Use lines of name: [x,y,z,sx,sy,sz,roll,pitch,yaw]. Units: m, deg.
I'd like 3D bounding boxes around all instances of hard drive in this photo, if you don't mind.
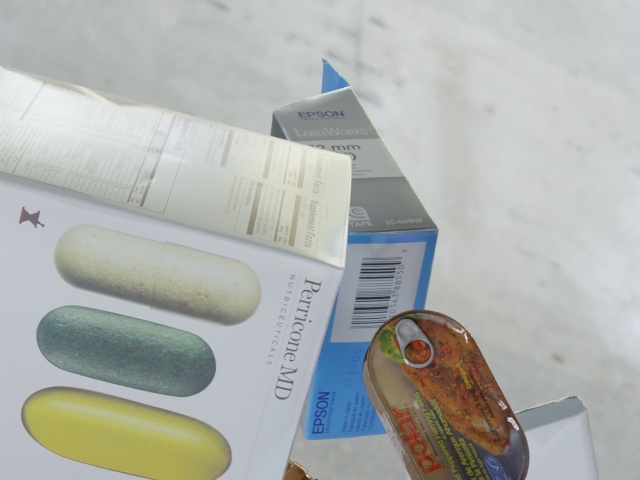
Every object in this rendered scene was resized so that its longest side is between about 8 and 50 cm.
hard drive: [0.215,0.328,1.966,0.203,0.307,0.040,-17,31,-5]

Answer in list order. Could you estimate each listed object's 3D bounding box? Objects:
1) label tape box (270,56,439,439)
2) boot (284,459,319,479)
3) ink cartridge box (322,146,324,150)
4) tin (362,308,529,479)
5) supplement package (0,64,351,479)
label tape box: [0.000,0.000,1.835,0.115,0.249,0.348,-4,35,-19]
boot: [0.012,0.210,1.354,0.197,0.073,0.152,-38,80,-20]
ink cartridge box: [-0.006,-0.018,1.515,0.029,0.115,0.063,20,13,3]
tin: [0.107,0.151,1.561,0.106,0.040,0.190,-20,73,-23]
supplement package: [-0.131,0.034,1.132,0.262,0.199,0.198,14,22,-3]
